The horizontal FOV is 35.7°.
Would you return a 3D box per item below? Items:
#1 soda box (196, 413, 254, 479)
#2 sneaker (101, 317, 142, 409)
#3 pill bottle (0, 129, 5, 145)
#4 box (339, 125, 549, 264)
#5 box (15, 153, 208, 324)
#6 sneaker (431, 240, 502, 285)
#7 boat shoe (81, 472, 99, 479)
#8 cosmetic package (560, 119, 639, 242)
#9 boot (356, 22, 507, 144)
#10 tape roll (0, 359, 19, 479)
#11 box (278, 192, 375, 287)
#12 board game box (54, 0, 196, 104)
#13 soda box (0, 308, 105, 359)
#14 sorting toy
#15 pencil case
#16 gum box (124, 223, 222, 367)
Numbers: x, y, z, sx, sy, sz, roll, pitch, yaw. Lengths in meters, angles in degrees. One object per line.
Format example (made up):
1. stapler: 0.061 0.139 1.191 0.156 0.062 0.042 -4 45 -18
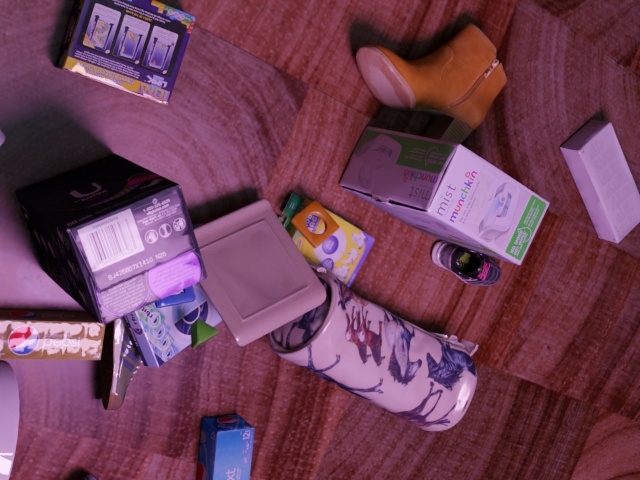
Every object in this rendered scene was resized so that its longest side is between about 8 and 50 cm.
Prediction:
1. soda box: -0.167 0.407 1.693 0.071 0.067 0.210 0 103 -31
2. sneaker: -0.291 0.172 1.556 0.086 0.064 0.192 2 99 -27
3. pill bottle: -0.504 -0.185 1.308 0.108 0.108 0.180 -40 120 -16
4. box: 0.202 -0.077 1.674 0.231 0.262 0.126 28 87 -32
5. box: -0.296 -0.012 1.382 0.165 0.270 0.143 -24 114 -24
6. sneaker: 0.289 0.051 1.870 0.170 0.075 0.063 24 89 -34
7. boat shoe: -0.318 0.555 1.601 0.156 0.136 0.367 -40 117 -16
8. cosmetic package: 0.573 -0.118 2.006 0.099 0.060 0.239 -41 120 -18
9. boot: 0.200 -0.303 1.719 0.295 0.104 0.211 44 74 -37
10. tape roll: -0.530 0.268 1.331 0.169 0.246 0.246 16 94 -33
11. box: 0.000 0.000 1.703 0.179 0.043 0.105 29 86 -32
12. board game box: -0.283 -0.291 1.450 0.170 0.048 0.141 17 96 -34
13. soda box: -0.417 0.140 1.476 0.181 0.058 0.061 5 100 -32
14. sorting toy: -0.109 0.050 1.563 0.348 0.047 0.196 -26 80 -32
15. pencil case: 0.095 0.187 1.740 0.410 0.160 0.183 31 75 -34
16. gum box: -0.226 0.082 1.544 0.184 0.041 0.157 -35 115 -41
